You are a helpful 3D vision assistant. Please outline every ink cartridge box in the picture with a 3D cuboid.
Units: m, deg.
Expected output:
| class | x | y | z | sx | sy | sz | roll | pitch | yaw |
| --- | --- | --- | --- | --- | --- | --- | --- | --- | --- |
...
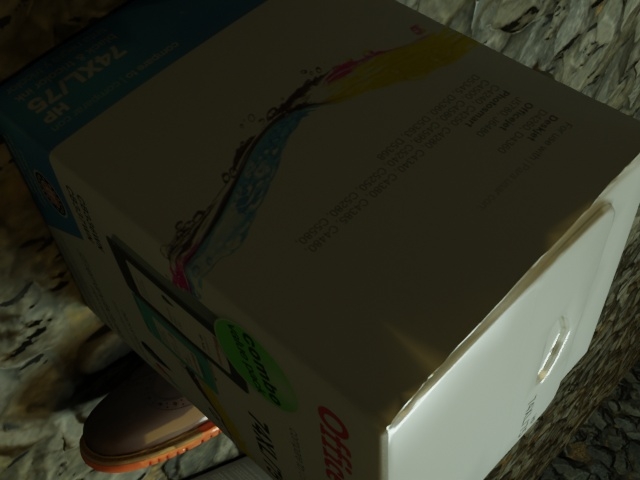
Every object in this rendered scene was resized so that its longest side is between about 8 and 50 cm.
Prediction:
| class | x | y | z | sx | sy | sz | roll | pitch | yaw |
| --- | --- | --- | --- | --- | --- | --- | --- | --- | --- |
| ink cartridge box | 0.000 | 0.000 | 0.458 | 0.197 | 0.270 | 0.198 | -41 | 149 | -24 |

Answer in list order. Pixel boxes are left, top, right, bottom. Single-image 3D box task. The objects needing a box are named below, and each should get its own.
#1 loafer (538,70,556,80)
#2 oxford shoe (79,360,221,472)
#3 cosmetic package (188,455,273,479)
| class | x | y | z | sx | sy | sz | roll | pitch | yaw |
| --- | --- | --- | --- | --- | --- | --- | --- | --- | --- |
| loafer | 0.225 | -0.127 | 0.916 | 0.125 | 0.045 | 0.039 | -58 | 159 | 0 |
| oxford shoe | -0.078 | 0.062 | 0.623 | 0.271 | 0.096 | 0.098 | -40 | 129 | -34 |
| cosmetic package | -0.057 | 0.301 | 0.886 | 0.238 | 0.107 | 0.127 | -5 | 125 | -59 |
